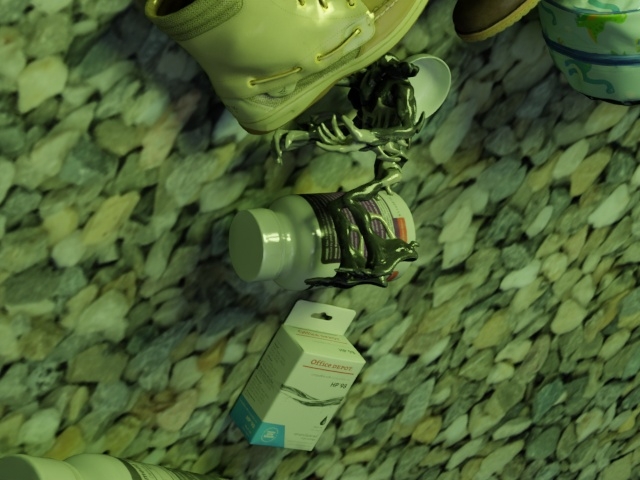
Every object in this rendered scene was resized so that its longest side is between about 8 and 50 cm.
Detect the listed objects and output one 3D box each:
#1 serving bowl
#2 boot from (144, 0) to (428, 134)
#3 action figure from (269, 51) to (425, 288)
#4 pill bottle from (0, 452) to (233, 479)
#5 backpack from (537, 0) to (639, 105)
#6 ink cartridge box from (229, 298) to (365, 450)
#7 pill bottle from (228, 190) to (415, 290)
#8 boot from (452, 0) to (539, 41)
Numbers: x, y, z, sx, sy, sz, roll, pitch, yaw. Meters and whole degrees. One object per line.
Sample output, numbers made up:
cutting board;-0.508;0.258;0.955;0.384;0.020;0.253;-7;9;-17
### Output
serving bowl;0.103;-0.173;1.537;0.083;0.027;0.083;-18;131;-22
boot;-0.024;-0.246;1.346;0.262;0.095;0.203;-38;136;5
action figure;0.034;-0.094;1.429;0.140;0.164;0.276;5;80;-21
pill bottle;-0.220;0.359;1.606;0.361;0.204;0.204;20;110;-42
backpack;0.405;-0.287;1.503;0.355;0.290;0.273;-33;128;1
ink cartridge box;-0.020;0.167;1.695;0.104;0.060;0.180;13;115;-40
pill bottle;0.000;0.000;1.544;0.193;0.108;0.108;-4;125;-33
boot;0.166;-0.340;1.366;0.207;0.090;0.248;33;103;-33
